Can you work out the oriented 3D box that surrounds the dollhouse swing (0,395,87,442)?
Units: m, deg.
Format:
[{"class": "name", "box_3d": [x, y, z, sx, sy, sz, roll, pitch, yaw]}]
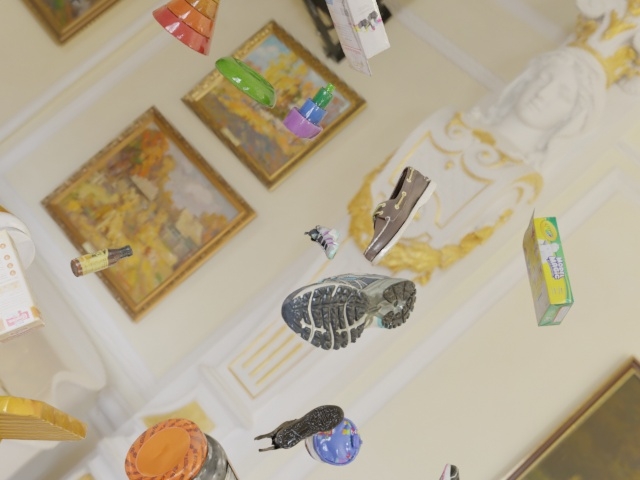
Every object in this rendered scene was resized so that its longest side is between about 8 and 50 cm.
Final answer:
[{"class": "dollhouse swing", "box_3d": [-0.625, 0.403, 1.236, 0.304, 0.315, 0.347, 15, -23, 9]}]

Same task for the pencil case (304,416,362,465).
[{"class": "pencil case", "box_3d": [0.032, 0.522, 1.900, 0.306, 0.133, 0.119, 108, -21, -74]}]

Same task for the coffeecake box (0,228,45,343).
[{"class": "coffeecake box", "box_3d": [-0.606, 0.095, 1.327, 0.186, 0.142, 0.068, 65, -15, 12]}]

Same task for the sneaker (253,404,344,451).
[{"class": "sneaker", "box_3d": [-0.042, 0.364, 1.414, 0.051, 0.170, 0.089, 66, -19, 4]}]

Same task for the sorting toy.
[{"class": "sorting toy", "box_3d": [-0.118, -0.332, 1.272, 0.365, 0.126, 0.127, 40, 14, 5]}]

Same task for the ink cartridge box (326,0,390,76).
[{"class": "ink cartridge box", "box_3d": [0.077, -0.431, 1.465, 0.104, 0.061, 0.181, 42, -21, 56]}]

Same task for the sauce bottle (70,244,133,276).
[{"class": "sauce bottle", "box_3d": [-0.457, 0.039, 1.530, 0.042, 0.128, 0.042, 25, -55, 41]}]

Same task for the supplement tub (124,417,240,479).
[{"class": "supplement tub", "box_3d": [-0.260, 0.541, 1.508, 0.207, 0.207, 0.338, 38, -27, 54]}]

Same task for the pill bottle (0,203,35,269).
[{"class": "pill bottle", "box_3d": [-0.717, -0.006, 1.593, 0.245, 0.136, 0.136, 24, -24, 46]}]

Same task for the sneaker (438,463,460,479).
[{"class": "sneaker", "box_3d": [0.233, 0.462, 1.207, 0.072, 0.077, 0.178, 100, -4, -49]}]

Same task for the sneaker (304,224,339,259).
[{"class": "sneaker", "box_3d": [0.000, 0.000, 1.416, 0.069, 0.038, 0.098, 23, 23, -8]}]

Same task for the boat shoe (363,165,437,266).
[{"class": "boat shoe", "box_3d": [0.188, -0.067, 1.885, 0.096, 0.324, 0.116, 39, -32, -1]}]

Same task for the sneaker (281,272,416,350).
[{"class": "sneaker", "box_3d": [0.031, 0.110, 1.232, 0.283, 0.110, 0.122, -1, 12, -44]}]

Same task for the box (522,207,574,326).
[{"class": "box", "box_3d": [0.375, 0.042, 1.218, 0.105, 0.043, 0.179, 82, 3, -63]}]
